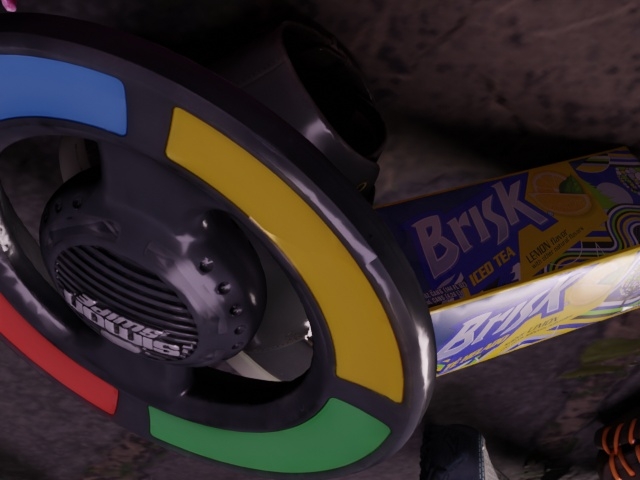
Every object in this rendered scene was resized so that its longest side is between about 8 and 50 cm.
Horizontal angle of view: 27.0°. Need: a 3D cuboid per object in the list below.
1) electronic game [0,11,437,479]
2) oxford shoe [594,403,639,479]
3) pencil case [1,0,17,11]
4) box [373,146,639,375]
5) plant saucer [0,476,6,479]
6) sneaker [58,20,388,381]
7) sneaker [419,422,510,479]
[{"bbox_3d":[-0.064,0.012,0.497,0.229,0.048,0.229,20,143,16],"label":"electronic game"},{"bbox_3d":[0.218,0.132,0.796,0.098,0.097,0.271,2,145,2],"label":"oxford shoe"},{"bbox_3d":[-0.005,-0.124,0.407,0.209,0.095,0.098,-2,107,2],"label":"pencil case"},{"bbox_3d":[0.079,0.010,0.572,0.169,0.059,0.054,-15,144,-32],"label":"box"},{"bbox_3d":[-0.325,0.200,0.889,0.318,0.043,0.317,-3,146,-2],"label":"plant saucer"},{"bbox_3d":[0.000,0.000,0.592,0.118,0.083,0.222,-23,140,25],"label":"sneaker"},{"bbox_3d":[0.143,0.207,0.854,0.122,0.110,0.283,-13,131,16],"label":"sneaker"}]
